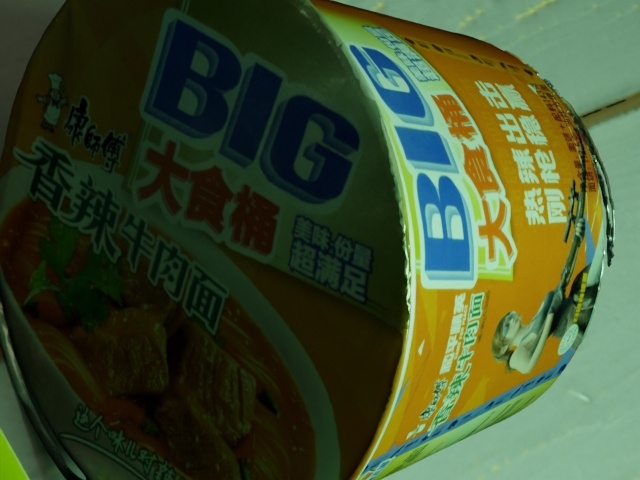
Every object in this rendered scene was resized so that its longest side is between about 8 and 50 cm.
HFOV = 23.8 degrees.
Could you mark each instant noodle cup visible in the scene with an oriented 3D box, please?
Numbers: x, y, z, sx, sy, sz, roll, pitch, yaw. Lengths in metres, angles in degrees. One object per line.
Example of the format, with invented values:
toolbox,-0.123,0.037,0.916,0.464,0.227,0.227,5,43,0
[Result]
instant noodle cup,0.000,0.000,0.784,0.214,0.296,0.296,-7,70,-47

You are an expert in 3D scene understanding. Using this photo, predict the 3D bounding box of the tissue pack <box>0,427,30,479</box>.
tissue pack,-0.252,0.095,0.605,0.200,0.167,0.275,-24,83,-42
